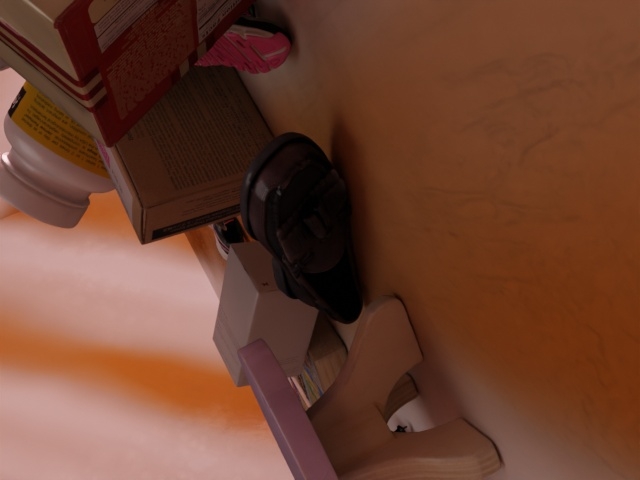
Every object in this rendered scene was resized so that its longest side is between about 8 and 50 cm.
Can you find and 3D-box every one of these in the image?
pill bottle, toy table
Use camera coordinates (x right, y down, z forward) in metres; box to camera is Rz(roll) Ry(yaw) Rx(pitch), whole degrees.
[{"bbox_3d":[-0.329,-0.192,1.169,0.188,0.334,0.188,33,-172,-5],"label":"pill bottle"},{"bbox_3d":[0.047,0.195,0.798,0.252,0.161,0.274,42,155,61],"label":"toy table"}]

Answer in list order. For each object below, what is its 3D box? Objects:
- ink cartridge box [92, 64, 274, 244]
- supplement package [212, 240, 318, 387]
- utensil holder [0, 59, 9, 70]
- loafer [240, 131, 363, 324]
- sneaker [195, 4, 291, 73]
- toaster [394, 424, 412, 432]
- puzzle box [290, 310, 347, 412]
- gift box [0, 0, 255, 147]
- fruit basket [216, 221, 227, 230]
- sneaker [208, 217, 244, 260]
[{"bbox_3d":[-0.176,-0.131,1.019,0.235,0.193,0.088,61,154,23],"label":"ink cartridge box"},{"bbox_3d":[-0.075,0.099,1.130,0.105,0.105,0.179,56,142,42],"label":"supplement package"},{"bbox_3d":[-0.431,-0.422,1.019,0.385,0.327,0.328,-102,-3,-53],"label":"utensil holder"},{"bbox_3d":[0.000,0.000,0.816,0.095,0.109,0.302,40,165,20],"label":"loafer"},{"bbox_3d":[-0.082,-0.211,0.795,0.170,0.075,0.063,17,161,48],"label":"sneaker"},{"bbox_3d":[0.054,0.343,1.001,0.146,0.227,0.129,51,174,-18],"label":"toaster"},{"bbox_3d":[-0.006,0.229,1.365,0.272,0.052,0.409,54,163,47],"label":"puzzle box"},{"bbox_3d":[-0.190,-0.271,0.603,0.258,0.255,0.276,39,160,6],"label":"gift box"},{"bbox_3d":[-0.239,-0.180,1.430,0.353,0.165,0.327,17,-132,-85],"label":"fruit basket"},{"bbox_3d":[-0.199,-0.047,1.662,0.178,0.072,0.077,57,156,2],"label":"sneaker"}]
